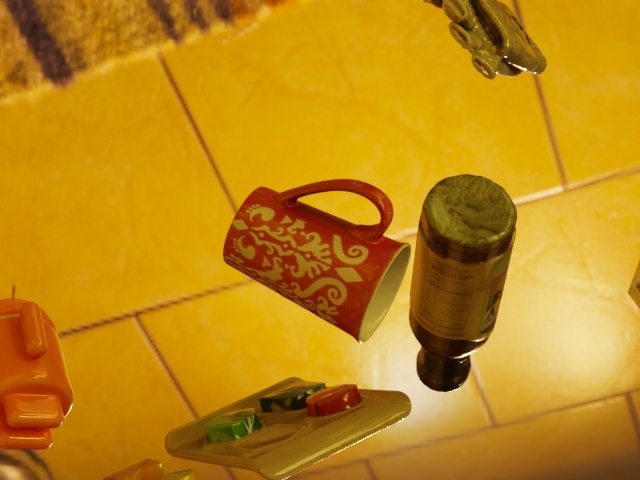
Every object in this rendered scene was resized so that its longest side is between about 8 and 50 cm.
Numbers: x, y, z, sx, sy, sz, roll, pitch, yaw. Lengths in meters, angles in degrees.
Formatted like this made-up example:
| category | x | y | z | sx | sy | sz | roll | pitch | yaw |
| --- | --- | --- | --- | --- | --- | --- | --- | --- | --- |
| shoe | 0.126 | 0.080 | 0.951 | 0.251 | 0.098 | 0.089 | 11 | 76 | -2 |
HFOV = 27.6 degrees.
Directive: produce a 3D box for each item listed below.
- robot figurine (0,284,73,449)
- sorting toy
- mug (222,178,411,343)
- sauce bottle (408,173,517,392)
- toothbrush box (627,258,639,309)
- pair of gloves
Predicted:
| category | x | y | z | sx | sy | sz | roll | pitch | yaw |
| --- | --- | --- | --- | --- | --- | --- | --- | --- | --- |
| robot figurine | -0.392 | 0.166 | 1.672 | 0.128 | 0.219 | 0.158 | -21 | 141 | -4 |
| sorting toy | -0.079 | 0.217 | 1.464 | 0.307 | 0.229 | 0.041 | -21 | 103 | -33 |
| mug | 0.001 | 0.003 | 1.345 | 0.169 | 0.113 | 0.150 | 25 | 92 | 15 |
| sauce bottle | 0.160 | 0.064 | 1.550 | 0.111 | 0.111 | 0.344 | -1 | 145 | -2 |
| toothbrush box | 0.577 | -0.003 | 1.812 | 0.206 | 0.122 | 0.283 | -8 | 132 | -18 |
| pair of gloves | 0.090 | -0.225 | 1.042 | 0.042 | 0.204 | 0.240 | -36 | 87 | 16 |
